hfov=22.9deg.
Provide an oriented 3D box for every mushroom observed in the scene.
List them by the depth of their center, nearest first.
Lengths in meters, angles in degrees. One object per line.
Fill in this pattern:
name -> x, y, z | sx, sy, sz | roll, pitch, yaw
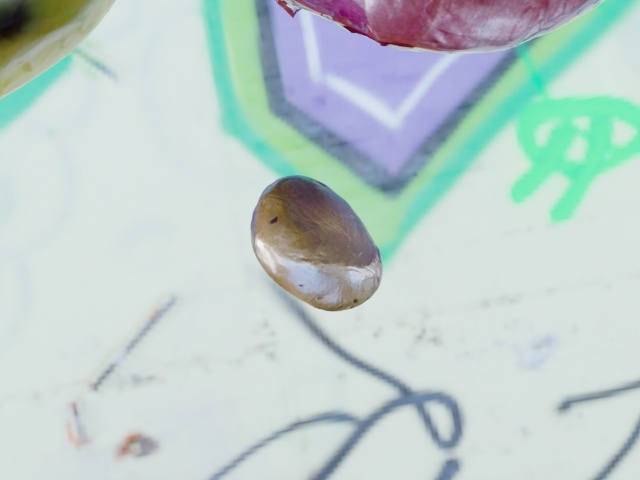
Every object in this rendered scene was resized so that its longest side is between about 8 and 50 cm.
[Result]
mushroom -> 0.000, 0.000, 1.270 | 0.123, 0.123, 0.052 | -16, 162, -48

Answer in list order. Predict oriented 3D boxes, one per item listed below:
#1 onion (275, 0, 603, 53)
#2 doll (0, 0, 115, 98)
onion -> 0.070, -0.289, 0.919 | 0.348, 0.347, 0.285 | -12, 168, -15
doll -> -0.320, -0.136, 0.998 | 0.161, 0.348, 0.423 | 43, -169, 35
